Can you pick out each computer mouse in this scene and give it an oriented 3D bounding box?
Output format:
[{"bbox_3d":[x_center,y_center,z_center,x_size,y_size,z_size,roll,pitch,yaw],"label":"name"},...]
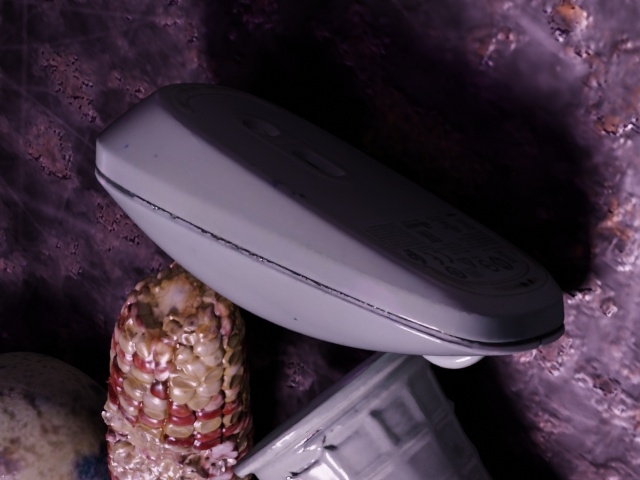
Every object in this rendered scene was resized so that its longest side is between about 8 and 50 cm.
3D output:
[{"bbox_3d":[-0.003,0.005,1.127,0.288,0.159,0.097,33,108,22],"label":"computer mouse"}]

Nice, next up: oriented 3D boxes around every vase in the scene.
[{"bbox_3d":[0.090,0.212,1.182,0.299,0.143,0.143,53,134,2],"label":"vase"}]

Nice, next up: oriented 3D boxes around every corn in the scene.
[{"bbox_3d":[-0.087,0.122,1.263,0.098,0.098,0.290,34,147,22],"label":"corn"}]

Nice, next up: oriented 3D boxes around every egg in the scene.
[{"bbox_3d":[-0.212,0.148,1.391,0.181,0.141,0.141,9,118,48],"label":"egg"}]
